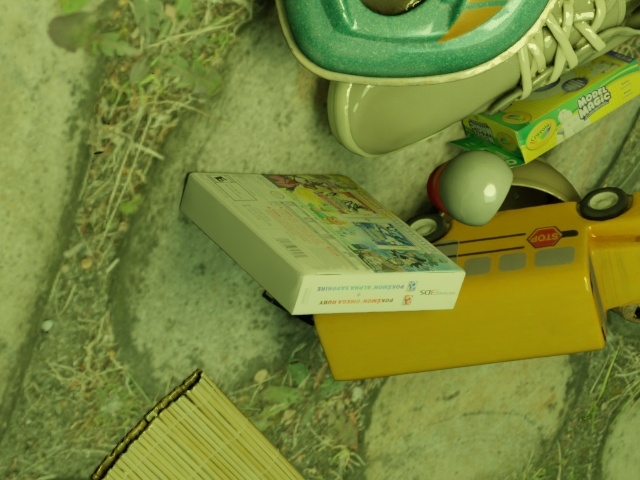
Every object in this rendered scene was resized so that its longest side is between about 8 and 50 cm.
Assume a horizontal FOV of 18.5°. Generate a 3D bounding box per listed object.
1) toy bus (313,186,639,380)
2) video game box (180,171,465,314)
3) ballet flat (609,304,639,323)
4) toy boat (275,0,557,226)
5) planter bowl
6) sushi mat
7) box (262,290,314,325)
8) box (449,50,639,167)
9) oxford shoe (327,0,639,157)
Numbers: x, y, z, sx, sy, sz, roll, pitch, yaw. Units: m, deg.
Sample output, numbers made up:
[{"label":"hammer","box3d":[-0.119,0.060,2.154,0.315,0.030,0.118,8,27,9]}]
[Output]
[{"label":"toy bus","box3d":[0.168,0.044,1.877,0.332,0.130,0.108,-8,125,14]},{"label":"video game box","box3d":[0.000,0.000,1.798,0.187,0.205,0.048,-2,119,-35]},{"label":"ballet flat","box3d":[0.425,0.074,2.224,0.316,0.106,0.108,8,109,-40]},{"label":"toy boat","box3d":[0.106,-0.170,1.732,0.267,0.148,0.318,-13,93,-7]},{"label":"planter bowl","box3d":[0.196,-0.021,1.975,0.162,0.109,0.162,5,127,6]},{"label":"sushi mat","box3d":[-0.095,0.267,1.999,0.151,0.019,0.316,-45,133,-7]},{"label":"box","box3d":[-0.010,0.036,1.935,0.067,0.018,0.083,33,92,-43]},{"label":"box","box3d":[0.220,-0.136,1.955,0.179,0.105,0.043,-33,122,-18]},{"label":"oxford shoe","box3d":[0.204,-0.212,1.888,0.449,0.130,0.169,-29,131,-19]}]
